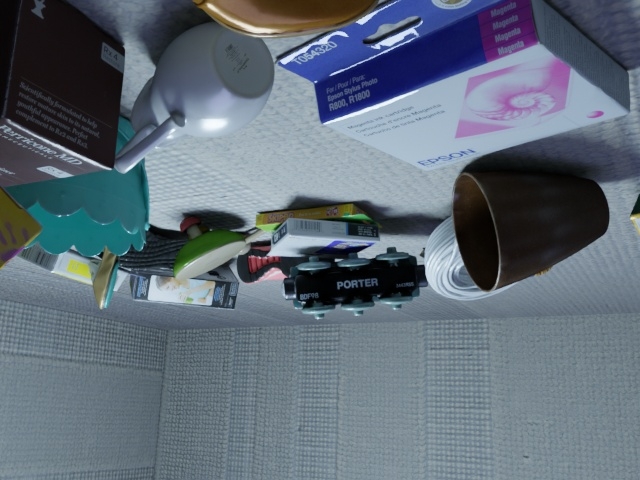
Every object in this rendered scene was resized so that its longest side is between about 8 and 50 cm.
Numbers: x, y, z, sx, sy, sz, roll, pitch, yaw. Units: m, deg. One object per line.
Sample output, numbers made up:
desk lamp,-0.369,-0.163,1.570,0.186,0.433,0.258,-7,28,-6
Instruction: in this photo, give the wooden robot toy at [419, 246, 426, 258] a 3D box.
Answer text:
wooden robot toy,0.297,-0.020,1.547,0.173,0.079,0.076,-27,123,15

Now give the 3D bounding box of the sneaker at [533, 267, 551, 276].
sneaker,0.407,0.025,1.657,0.296,0.112,0.131,4,-177,-1

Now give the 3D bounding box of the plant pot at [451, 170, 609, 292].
plant pot,0.381,-0.037,1.229,0.230,0.216,0.215,-12,167,-7

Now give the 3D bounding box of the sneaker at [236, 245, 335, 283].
sneaker,-0.072,0.044,1.789,0.313,0.116,0.136,-7,179,39

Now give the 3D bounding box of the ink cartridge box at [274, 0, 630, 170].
ink cartridge box,0.165,-0.191,0.871,0.330,0.072,0.324,14,162,-42

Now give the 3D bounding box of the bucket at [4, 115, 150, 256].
bucket,-0.407,-0.093,1.092,0.280,0.183,0.281,1,166,0

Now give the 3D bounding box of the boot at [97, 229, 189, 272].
boot,-0.482,0.028,1.727,0.222,0.118,0.338,-2,161,44

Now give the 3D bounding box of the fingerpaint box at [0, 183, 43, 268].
fingerpaint box,-0.560,-0.099,0.680,0.370,0.163,0.445,-11,124,41

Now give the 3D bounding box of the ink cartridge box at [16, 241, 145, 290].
ink cartridge box,-0.637,0.042,1.676,0.303,0.072,0.307,17,169,26

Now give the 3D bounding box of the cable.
cable,0.344,0.029,1.474,0.256,0.089,0.257,5,140,-26

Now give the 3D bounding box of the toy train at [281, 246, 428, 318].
toy train,0.078,0.096,1.581,0.333,0.142,0.190,-7,179,0

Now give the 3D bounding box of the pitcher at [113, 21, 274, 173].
pitcher,-0.159,-0.161,0.819,0.125,0.178,0.207,43,148,-25

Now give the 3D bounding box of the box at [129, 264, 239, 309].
box,-0.394,0.120,1.978,0.289,0.087,0.169,8,-168,-22

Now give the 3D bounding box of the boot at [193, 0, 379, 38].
boot,-0.086,-0.264,0.545,0.294,0.104,0.211,6,166,-1

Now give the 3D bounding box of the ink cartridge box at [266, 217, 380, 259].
ink cartridge box,0.000,0.000,1.534,0.206,0.045,0.208,4,166,-17

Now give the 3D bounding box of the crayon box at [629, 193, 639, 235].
crayon box,0.756,-0.016,1.225,0.322,0.083,0.203,-13,118,47

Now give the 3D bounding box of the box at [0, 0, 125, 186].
box,-0.366,-0.173,0.805,0.203,0.167,0.168,-5,164,24

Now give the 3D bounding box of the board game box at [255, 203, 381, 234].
board game box,-0.003,-0.042,1.532,0.259,0.039,0.124,-3,166,26

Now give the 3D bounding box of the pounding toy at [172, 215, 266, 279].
pounding toy,-0.258,-0.007,1.623,0.236,0.110,0.183,-24,170,-35

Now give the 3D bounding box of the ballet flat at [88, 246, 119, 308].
ballet flat,-0.477,0.035,1.540,0.073,0.233,0.080,18,180,-8
